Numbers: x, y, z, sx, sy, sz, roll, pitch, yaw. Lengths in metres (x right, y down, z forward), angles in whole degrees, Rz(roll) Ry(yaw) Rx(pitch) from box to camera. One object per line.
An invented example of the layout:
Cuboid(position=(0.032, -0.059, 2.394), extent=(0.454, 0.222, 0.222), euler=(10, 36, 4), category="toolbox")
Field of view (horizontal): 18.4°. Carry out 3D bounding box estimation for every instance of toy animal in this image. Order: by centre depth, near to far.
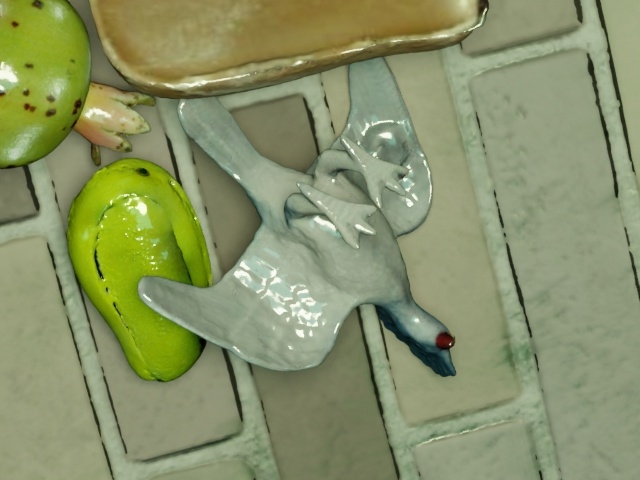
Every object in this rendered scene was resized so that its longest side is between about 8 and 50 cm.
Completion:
Cuboid(position=(0.000, 0.000, 1.335), extent=(0.255, 0.176, 0.239), euler=(40, 65, 6), category="toy animal")

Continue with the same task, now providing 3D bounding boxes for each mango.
Cuboid(position=(-0.122, 0.020, 1.356), extent=(0.091, 0.074, 0.165), euler=(-5, 117, 8), category="mango")

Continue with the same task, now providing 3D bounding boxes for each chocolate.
Cuboid(position=(-0.030, -0.171, 1.311), extent=(0.261, 0.083, 0.161), euler=(-10, 73, -7), category="chocolate")

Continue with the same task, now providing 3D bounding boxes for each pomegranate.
Cuboid(position=(-0.194, -0.111, 1.305), extent=(0.159, 0.129, 0.129), euler=(4, 106, -51), category="pomegranate")
